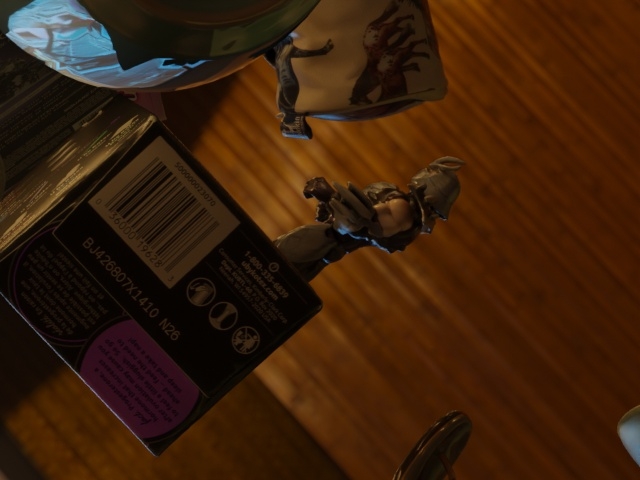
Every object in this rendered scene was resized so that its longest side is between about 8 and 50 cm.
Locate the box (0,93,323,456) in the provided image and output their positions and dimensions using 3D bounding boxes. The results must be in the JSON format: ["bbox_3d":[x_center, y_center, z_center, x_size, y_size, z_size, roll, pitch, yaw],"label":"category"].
[{"bbox_3d":[-0.120,0.012,1.293,0.143,0.165,0.270,-42,13,-3],"label":"box"}]

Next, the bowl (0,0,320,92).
[{"bbox_3d":[-0.097,-0.243,1.353,0.311,0.311,0.163,-42,23,-6],"label":"bowl"}]

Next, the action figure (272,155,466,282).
[{"bbox_3d":[0.000,0.000,1.685,0.285,0.099,0.185,-28,-15,1],"label":"action figure"}]

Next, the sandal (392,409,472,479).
[{"bbox_3d":[0.069,0.210,1.437,0.180,0.049,0.072,-59,-21,-14],"label":"sandal"}]

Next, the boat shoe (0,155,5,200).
[{"bbox_3d":[-0.262,-0.064,1.033,0.226,0.076,0.083,30,-94,-53],"label":"boat shoe"}]

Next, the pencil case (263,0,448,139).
[{"bbox_3d":[-0.013,-0.308,1.819,0.183,0.410,0.160,-9,13,26],"label":"pencil case"}]

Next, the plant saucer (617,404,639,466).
[{"bbox_3d":[0.346,0.165,1.485,0.241,0.241,0.037,111,166,-67],"label":"plant saucer"}]

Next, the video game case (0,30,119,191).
[{"bbox_3d":[-0.279,-0.118,1.689,0.196,0.026,0.274,-37,-18,-7],"label":"video game case"}]

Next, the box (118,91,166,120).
[{"bbox_3d":[-0.292,-0.204,1.890,0.243,0.214,0.117,-13,18,-8],"label":"box"}]
